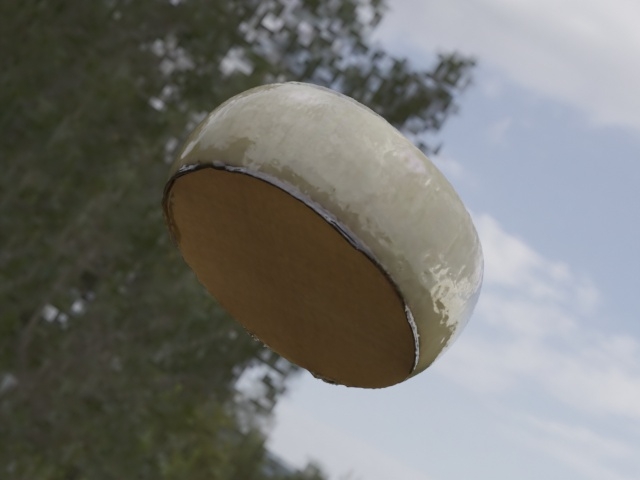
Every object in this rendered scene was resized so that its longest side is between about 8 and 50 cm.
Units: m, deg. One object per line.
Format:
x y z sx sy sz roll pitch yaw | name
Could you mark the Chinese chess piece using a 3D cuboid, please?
0.000 0.000 1.348 0.250 0.103 0.250 29 -31 20 | Chinese chess piece
